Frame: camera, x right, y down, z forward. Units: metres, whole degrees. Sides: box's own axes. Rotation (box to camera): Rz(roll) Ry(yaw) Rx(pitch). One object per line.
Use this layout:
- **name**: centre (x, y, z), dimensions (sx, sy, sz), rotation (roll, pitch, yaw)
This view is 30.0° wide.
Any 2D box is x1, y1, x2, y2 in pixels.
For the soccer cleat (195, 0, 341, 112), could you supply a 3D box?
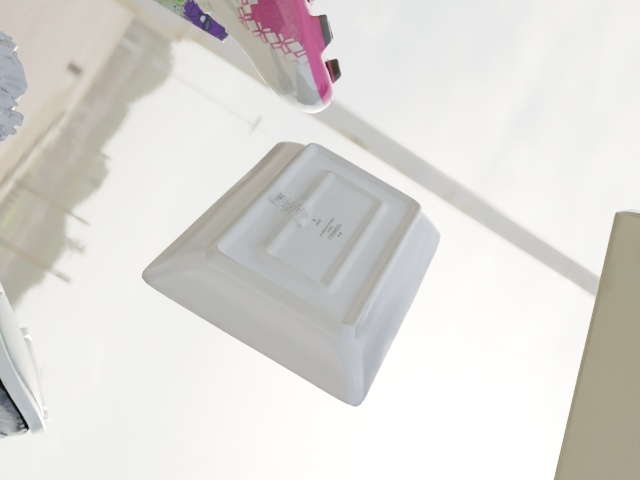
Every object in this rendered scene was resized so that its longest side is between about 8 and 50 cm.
- **soccer cleat**: centre (-0.090, -0.233, 0.928), dimensions (0.143, 0.331, 0.116), rotation (-20, 165, 2)

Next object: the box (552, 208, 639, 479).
- **box**: centre (0.255, 0.117, 0.949), dimensions (0.113, 0.094, 0.275), rotation (-8, 110, -68)

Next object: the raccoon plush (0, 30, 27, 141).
- **raccoon plush**: centre (-0.453, -0.065, 0.769), dimensions (0.299, 0.446, 0.216), rotation (19, -75, 51)

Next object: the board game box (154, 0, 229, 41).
- **board game box**: centre (-0.246, -0.375, 1.352), dimensions (0.056, 0.347, 0.208), rotation (-46, -139, 22)

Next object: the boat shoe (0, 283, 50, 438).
- **boat shoe**: centre (-0.258, 0.106, 0.891), dimensions (0.302, 0.091, 0.114), rotation (117, -44, -71)

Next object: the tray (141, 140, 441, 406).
- **tray**: centre (0.000, 0.000, 0.776), dimensions (0.030, 0.145, 0.270), rotation (-62, 176, 26)
